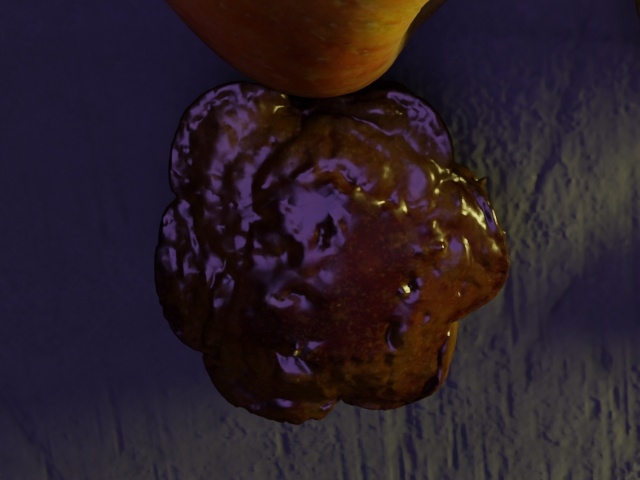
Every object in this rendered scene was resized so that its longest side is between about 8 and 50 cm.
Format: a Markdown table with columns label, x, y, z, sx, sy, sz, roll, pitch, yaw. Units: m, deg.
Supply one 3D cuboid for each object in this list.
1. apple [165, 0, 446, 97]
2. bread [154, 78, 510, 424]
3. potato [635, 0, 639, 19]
| label | x | y | z | sx | sy | sz | roll | pitch | yaw |
| --- | --- | --- | --- | --- | --- | --- | --- | --- | --- |
| apple | -0.011 | -0.224 | 0.940 | 0.241 | 0.242 | 0.242 | 44 | 110 | 4 |
| bread | 0.012 | 0.007 | 1.065 | 0.232 | 0.135 | 0.246 | 4 | 110 | 6 |
| potato | 0.256 | -0.143 | 0.989 | 0.117 | 0.182 | 0.202 | 9 | 137 | 43 |
